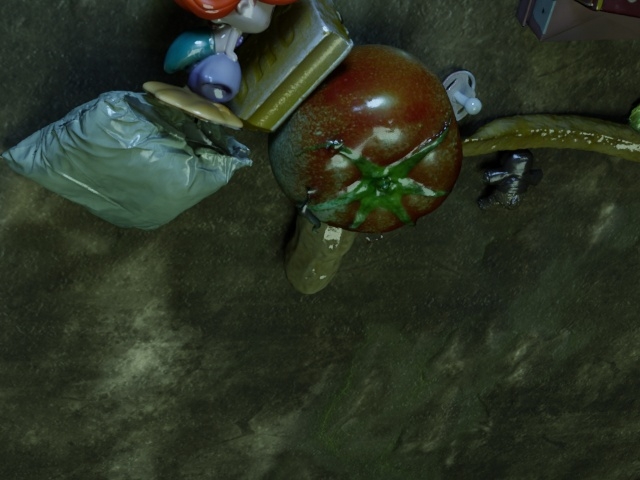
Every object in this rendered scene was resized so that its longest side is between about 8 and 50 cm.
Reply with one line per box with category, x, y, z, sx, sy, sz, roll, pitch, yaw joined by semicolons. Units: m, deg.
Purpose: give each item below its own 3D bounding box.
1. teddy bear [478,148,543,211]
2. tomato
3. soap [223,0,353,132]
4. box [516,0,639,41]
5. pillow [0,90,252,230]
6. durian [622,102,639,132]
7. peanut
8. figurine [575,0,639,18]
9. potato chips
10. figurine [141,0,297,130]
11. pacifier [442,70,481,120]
teddy bear;0.354;-0.100;2.003;0.119;0.078;0.160;-4;138;-13
tomato;0.072;-0.160;1.699;0.304;0.239;0.303;-8;137;-7
soap;-0.064;-0.260;1.608;0.073;0.140;0.232;27;121;-37
box;0.444;-0.419;1.688;0.215;0.086;0.215;-5;137;-18
pillow;-0.292;-0.122;1.623;0.283;0.138;0.310;22;149;-38
durian;0.744;-0.215;1.966;0.394;0.163;0.198;-8;147;19
peanut;0.000;0.000;1.931;0.124;0.123;0.256;1;133;-23
figurine;0.460;-0.389;1.615;0.154;0.082;0.098;1;114;-23
potato chips;0.428;-0.185;1.941;0.407;0.080;0.057;2;148;-15
figurine;-0.147;-0.303;1.493;0.257;0.208;0.181;-69;166;8
pacifier;0.243;-0.239;1.808;0.081;0.078;0.099;-44;138;-6
